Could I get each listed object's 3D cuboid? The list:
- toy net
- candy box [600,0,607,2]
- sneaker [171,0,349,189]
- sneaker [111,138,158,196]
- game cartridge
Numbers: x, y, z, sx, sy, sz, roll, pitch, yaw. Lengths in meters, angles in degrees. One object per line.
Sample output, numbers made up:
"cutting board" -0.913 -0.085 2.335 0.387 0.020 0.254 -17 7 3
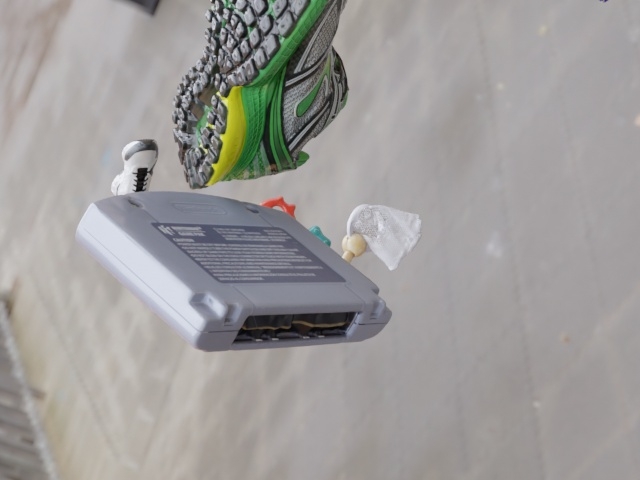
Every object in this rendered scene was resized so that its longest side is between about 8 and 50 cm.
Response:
"toy net" 0.000 0.000 1.811 0.045 0.232 0.122 154 97 -73
"candy box" 0.236 -0.379 1.397 0.268 0.122 0.317 -36 44 -11
"sneaker" -0.034 -0.186 1.530 0.134 0.146 0.343 68 149 27
"sneaker" -0.193 -0.067 1.701 0.109 0.040 0.044 116 144 -51
"game cartridge" -0.082 0.025 1.488 0.196 0.294 0.060 44 112 28
